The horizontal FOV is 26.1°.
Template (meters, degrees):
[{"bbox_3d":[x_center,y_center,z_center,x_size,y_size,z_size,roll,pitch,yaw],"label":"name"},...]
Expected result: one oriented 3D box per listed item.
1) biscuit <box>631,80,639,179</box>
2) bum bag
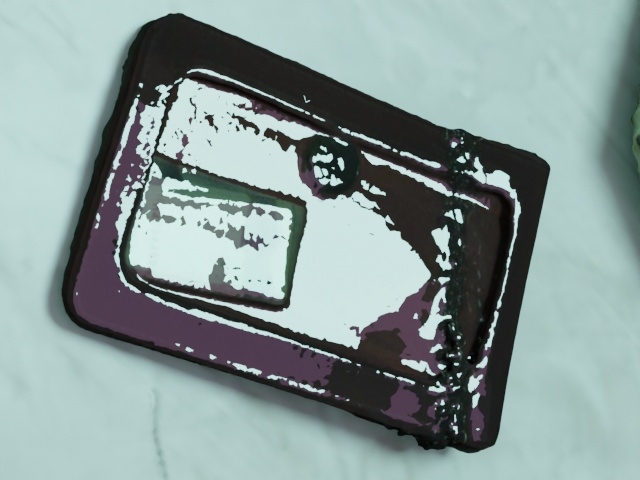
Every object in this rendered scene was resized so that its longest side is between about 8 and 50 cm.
[{"bbox_3d":[0.216,-0.080,0.569,0.250,0.046,0.147,-31,102,-30],"label":"biscuit"},{"bbox_3d":[0.000,0.000,0.449,0.159,0.026,0.109,21,75,-22],"label":"bum bag"}]
